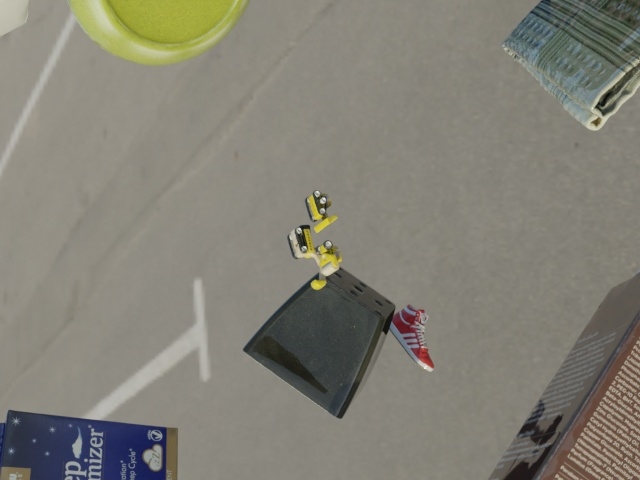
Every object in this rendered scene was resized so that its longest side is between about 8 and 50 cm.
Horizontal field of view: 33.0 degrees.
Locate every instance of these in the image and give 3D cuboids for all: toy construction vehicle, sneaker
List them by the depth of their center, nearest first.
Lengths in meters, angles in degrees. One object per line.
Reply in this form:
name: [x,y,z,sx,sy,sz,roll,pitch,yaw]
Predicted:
toy construction vehicle: [0.000,0.000,1.293,0.086,0.035,0.098,-41,61,51]
sneaker: [0.169,0.162,1.839,0.067,0.042,0.118,-43,67,10]

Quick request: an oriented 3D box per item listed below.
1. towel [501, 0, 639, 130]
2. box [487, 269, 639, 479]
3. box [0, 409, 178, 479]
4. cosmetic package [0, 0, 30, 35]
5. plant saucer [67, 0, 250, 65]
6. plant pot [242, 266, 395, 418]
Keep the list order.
towel: [0.356,-0.270,1.156,0.312,0.056,0.324,-44,21,11]
box: [0.318,0.215,1.202,0.381,0.143,0.191,-54,-2,-17]
box: [-0.263,0.253,1.143,0.036,0.225,0.136,119,153,-48]
cosmetic package: [-0.500,-0.241,1.056,0.217,0.385,0.156,58,156,0]
plant saucer: [-0.168,-0.308,1.211,0.037,0.240,0.241,40,123,51]
plant pot: [0.016,0.143,1.725,0.167,0.188,0.187,-58,-7,12]
